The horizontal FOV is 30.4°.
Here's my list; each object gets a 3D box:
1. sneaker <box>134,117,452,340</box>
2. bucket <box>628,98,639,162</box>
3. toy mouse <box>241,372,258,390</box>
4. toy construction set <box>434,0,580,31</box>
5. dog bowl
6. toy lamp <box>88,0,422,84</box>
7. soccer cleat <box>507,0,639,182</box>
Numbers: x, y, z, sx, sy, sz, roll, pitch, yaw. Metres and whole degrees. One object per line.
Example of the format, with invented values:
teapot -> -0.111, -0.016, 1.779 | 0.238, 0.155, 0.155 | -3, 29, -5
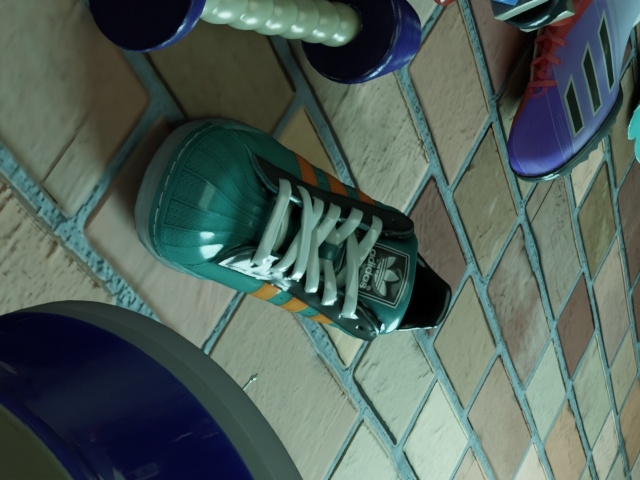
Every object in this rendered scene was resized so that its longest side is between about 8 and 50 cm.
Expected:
sneaker -> 0.000, 0.000, 0.783 | 0.302, 0.121, 0.108 | 23, 87, -62
bucket -> 0.542, -0.184, 1.476 | 0.183, 0.281, 0.281 | -67, 153, -25
toy mouse -> -0.104, 0.181, 0.811 | 0.161, 0.031, 0.143 | -33, 135, -48
toy construction set -> 0.134, -0.297, 0.813 | 0.309, 0.237, 0.257 | -23, 160, -33
dog bowl -> -0.125, 0.165, 0.516 | 0.104, 0.265, 0.264 | -16, 121, -54
toy lamp -> -0.019, -0.137, 0.709 | 0.275, 0.080, 0.080 | -7, 114, -60
soccer cleat -> 0.248, -0.205, 1.132 | 0.116, 0.109, 0.318 | 41, 71, -40
